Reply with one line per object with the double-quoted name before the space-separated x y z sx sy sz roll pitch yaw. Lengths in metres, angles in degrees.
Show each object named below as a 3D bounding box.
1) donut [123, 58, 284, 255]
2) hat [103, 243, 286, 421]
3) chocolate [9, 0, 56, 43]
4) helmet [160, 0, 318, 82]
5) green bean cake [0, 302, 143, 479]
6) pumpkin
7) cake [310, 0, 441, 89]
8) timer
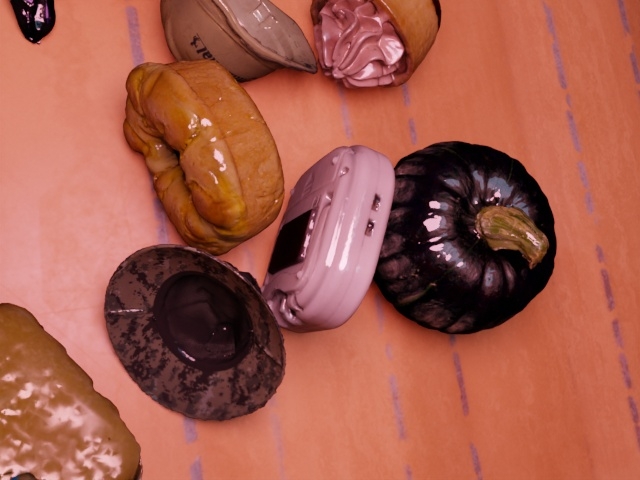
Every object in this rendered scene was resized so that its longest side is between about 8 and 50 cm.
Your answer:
"donut" -0.151 -0.116 0.864 0.128 0.208 0.261 -26 80 -30
"hat" -0.147 0.095 0.873 0.265 0.265 0.128 41 32 -11
"chocolate" -0.417 -0.340 0.893 0.147 0.072 0.070 40 27 -19
"helmet" -0.139 -0.293 0.953 0.257 0.137 0.204 33 29 -38
"green bean cake" -0.380 0.251 0.689 0.285 0.202 0.310 47 42 14
"pumpkin" 0.215 -0.012 0.967 0.295 0.296 0.296 4 79 -21
"cake" 0.059 -0.318 1.004 0.178 0.185 0.208 -41 119 -27
"timer" 0.001 0.000 0.882 0.087 0.262 0.237 22 73 -16
